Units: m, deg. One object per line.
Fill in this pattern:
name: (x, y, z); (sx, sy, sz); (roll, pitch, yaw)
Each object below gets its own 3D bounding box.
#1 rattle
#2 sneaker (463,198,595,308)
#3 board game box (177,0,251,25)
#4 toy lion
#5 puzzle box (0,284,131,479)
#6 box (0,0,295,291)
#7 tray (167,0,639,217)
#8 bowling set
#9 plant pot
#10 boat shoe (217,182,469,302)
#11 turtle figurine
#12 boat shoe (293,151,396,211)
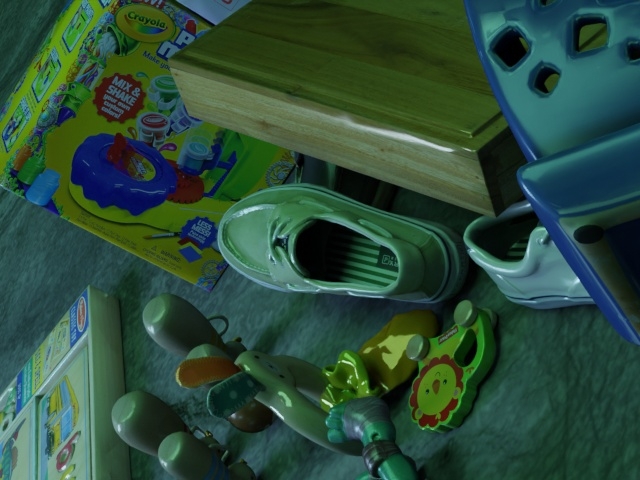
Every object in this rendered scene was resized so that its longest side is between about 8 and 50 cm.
rattle: (-0.006, 0.104, 1.328); (0.143, 0.200, 0.130); (-47, 30, 27)
sneaker: (0.210, 0.002, 1.170); (0.258, 0.091, 0.094); (-19, 49, 52)
board game box: (-0.104, -0.323, 1.778); (0.066, 0.319, 0.318); (-51, 29, 18)
toy lion: (0.113, 0.114, 1.304); (0.100, 0.034, 0.096); (-40, 41, 35)
puzzle box: (-0.339, 0.275, 1.909); (0.272, 0.052, 0.409); (-49, 29, 22)
box: (-0.193, -0.144, 1.790); (0.279, 0.290, 0.177); (-56, 27, 12)
tray: (0.065, -0.154, 1.365); (0.203, 0.076, 0.411); (-39, 37, -26)
bowling set: (-0.101, 0.200, 1.508); (0.200, 0.154, 0.287); (1, 62, 40)
plant pot: (0.244, -0.074, 0.982); (0.236, 0.236, 0.212); (-19, 51, 20)
boat shoe: (0.000, 0.000, 1.434); (0.302, 0.094, 0.109); (6, 90, 43)
turtle figurine: (0.065, 0.234, 1.185); (0.234, 0.118, 0.175); (-108, 12, -57)
boat shoe: (0.012, -0.130, 1.596); (0.132, 0.130, 0.355); (-17, 50, 55)
